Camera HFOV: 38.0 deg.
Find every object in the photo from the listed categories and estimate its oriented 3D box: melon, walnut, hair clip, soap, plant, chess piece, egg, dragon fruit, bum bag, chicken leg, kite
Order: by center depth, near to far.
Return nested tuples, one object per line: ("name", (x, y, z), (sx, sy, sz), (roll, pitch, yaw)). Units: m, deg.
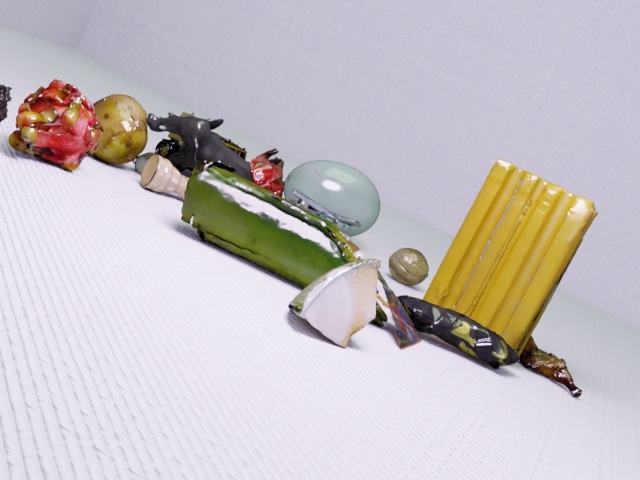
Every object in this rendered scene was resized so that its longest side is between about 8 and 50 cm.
("melon", (0.034, 0.077, 1.286), (0.093, 0.139, 0.202), (48, 6, 0))
("kite", (0.116, 0.115, 1.448), (0.159, 0.010, 0.190), (47, 18, -34))
("dragon fruit", (-0.433, -0.184, 1.504), (0.133, 0.150, 0.208), (-3, 11, 10))
("bum bag", (0.227, 0.150, 1.540), (0.232, 0.060, 0.107), (24, 8, -4))
("plant", (-0.607, -0.265, 1.652), (0.174, 0.087, 0.085), (26, -28, 33))
("chicken leg", (0.413, 0.232, 1.664), (0.145, 0.037, 0.062), (30, 32, 36))
("soap", (0.336, 0.040, 1.670), (0.204, 0.324, 0.096), (31, 5, 25))
("chess piece", (-0.264, -0.104, 1.710), (0.122, 0.066, 0.066), (27, 6, -31))
("dragon fruit", (-0.125, -0.111, 1.908), (0.121, 0.130, 0.142), (62, 10, -18))
("hair clip", (0.003, -0.058, 1.933), (0.173, 0.049, 0.049), (24, 8, -20))
("walnut", (0.187, 0.055, 1.967), (0.092, 0.092, 0.092), (25, 8, -4))
("egg", (0.027, -0.096, 2.121), (0.231, 0.168, 0.168), (21, 9, -11))

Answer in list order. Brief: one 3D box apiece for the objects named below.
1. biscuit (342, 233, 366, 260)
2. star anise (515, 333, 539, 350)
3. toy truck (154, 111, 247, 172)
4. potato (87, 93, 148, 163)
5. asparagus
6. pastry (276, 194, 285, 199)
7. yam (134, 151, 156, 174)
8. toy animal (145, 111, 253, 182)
("biscuit", (0.000, 0.000, 1.872), (0.216, 0.047, 0.340), (24, 8, 3))
("star anise", (0.352, 0.169, 1.807), (0.168, 0.057, 0.168), (23, 8, -3))
("toy truck", (-0.238, -0.180, 2.043), (0.257, 0.127, 0.127), (36, 12, 39))
("potato", (-0.394, -0.215, 1.778), (0.137, 0.137, 0.176), (21, 6, -28))
("asparagus", (-0.045, 0.002, 1.474), (0.382, 0.128, 0.108), (27, -33, 3))
("pastry", (-0.118, -0.043, 1.633), (0.182, 0.093, 0.192), (14, 14, -42))
("yam", (-0.341, -0.152, 1.834), (0.043, 0.043, 0.094), (25, 10, -1))
("toy animal", (-0.223, -0.167, 1.773), (0.245, 0.115, 0.146), (31, -24, -37))
